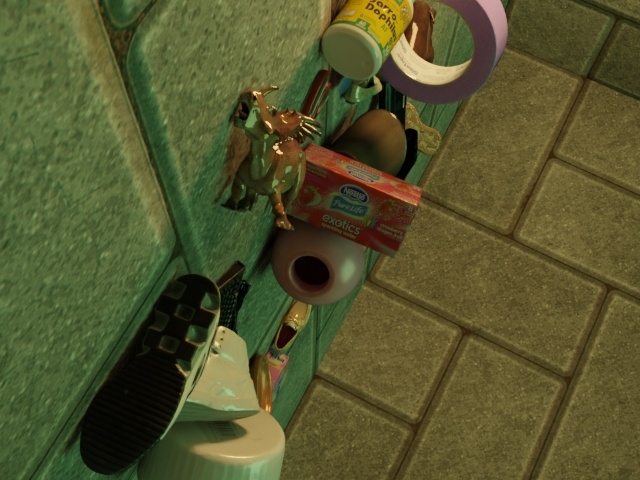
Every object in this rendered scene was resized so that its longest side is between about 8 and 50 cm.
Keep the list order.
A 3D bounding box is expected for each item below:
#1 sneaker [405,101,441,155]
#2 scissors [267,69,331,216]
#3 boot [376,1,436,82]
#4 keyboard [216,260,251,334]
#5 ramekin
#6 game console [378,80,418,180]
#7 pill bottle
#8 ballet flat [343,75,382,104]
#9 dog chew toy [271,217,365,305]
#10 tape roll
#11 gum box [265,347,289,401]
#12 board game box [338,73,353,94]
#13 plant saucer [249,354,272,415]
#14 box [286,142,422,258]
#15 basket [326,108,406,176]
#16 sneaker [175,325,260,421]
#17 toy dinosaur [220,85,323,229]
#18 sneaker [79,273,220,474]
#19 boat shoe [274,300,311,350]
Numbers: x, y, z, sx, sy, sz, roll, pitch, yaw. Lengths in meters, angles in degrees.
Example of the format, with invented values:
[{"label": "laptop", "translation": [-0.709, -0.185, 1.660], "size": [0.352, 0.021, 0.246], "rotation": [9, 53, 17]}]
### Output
[{"label": "sneaker", "translation": [0.217, -0.334, 2.498], "size": [0.282, 0.153, 0.099], "rotation": [29, 90, -50]}, {"label": "scissors", "translation": [-0.049, -0.184, 1.670], "size": [0.297, 0.021, 0.109], "rotation": [-63, 173, 2]}, {"label": "boot", "translation": [0.208, -0.481, 2.118], "size": [0.248, 0.090, 0.207], "rotation": [2, 96, -62]}, {"label": "keyboard", "translation": [-0.198, 0.174, 1.763], "size": [0.201, 0.033, 0.317], "rotation": [-51, 165, -53]}, {"label": "ramekin", "translation": [-0.199, 0.404, 1.667], "size": [0.277, 0.277, 0.135], "rotation": [-36, 143, -70]}, {"label": "game console", "translation": [0.195, -0.289, 2.302], "size": [0.213, 0.043, 0.361], "rotation": [-45, 144, -43]}, {"label": "pill bottle", "translation": [0.096, -0.398, 1.577], "size": [0.208, 0.117, 0.118], "rotation": [-58, 169, -29]}, {"label": "ballet flat", "translation": [0.099, -0.343, 1.927], "size": [0.168, 0.057, 0.052], "rotation": [-48, 152, -58]}, {"label": "dog chew toy", "translation": [0.012, 0.007, 1.972], "size": [0.332, 0.206, 0.207], "rotation": [-61, 173, -63]}, {"label": "tape roll", "translation": [0.238, -0.421, 1.796], "size": [0.090, 0.274, 0.275], "rotation": [-56, 167, -45]}, {"label": "gum box", "translation": [-0.144, 0.400, 2.524], "size": [0.107, 0.062, 0.188], "rotation": [-59, 169, -27]}, {"label": "board game box", "translation": [0.067, -0.372, 1.750], "size": [0.169, 0.033, 0.133], "rotation": [-59, 175, 2]}, {"label": "plant saucer", "translation": [-0.162, 0.402, 2.312], "size": [0.200, 0.037, 0.200], "rotation": [-4, 90, -83]}, {"label": "box", "translation": [0.064, -0.083, 1.785], "size": [0.123, 0.256, 0.128], "rotation": [-62, 175, -68]}, {"label": "basket", "translation": [0.085, -0.177, 2.014], "size": [0.227, 0.154, 0.204], "rotation": [-42, 155, -56]}, {"label": "sneaker", "translation": [-0.230, 0.232, 1.577], "size": [0.292, 0.108, 0.169], "rotation": [20, 53, -55]}, {"label": "toy dinosaur", "translation": [-0.068, -0.129, 1.419], "size": [0.295, 0.127, 0.200], "rotation": [6, 103, -86]}, {"label": "sneaker", "translation": [-0.246, 0.223, 1.363], "size": [0.331, 0.122, 0.146], "rotation": [-59, 167, -25]}, {"label": "boat shoe", "translation": [-0.078, 0.238, 2.459], "size": [0.170, 0.063, 0.059], "rotation": [-64, 176, 5]}]
